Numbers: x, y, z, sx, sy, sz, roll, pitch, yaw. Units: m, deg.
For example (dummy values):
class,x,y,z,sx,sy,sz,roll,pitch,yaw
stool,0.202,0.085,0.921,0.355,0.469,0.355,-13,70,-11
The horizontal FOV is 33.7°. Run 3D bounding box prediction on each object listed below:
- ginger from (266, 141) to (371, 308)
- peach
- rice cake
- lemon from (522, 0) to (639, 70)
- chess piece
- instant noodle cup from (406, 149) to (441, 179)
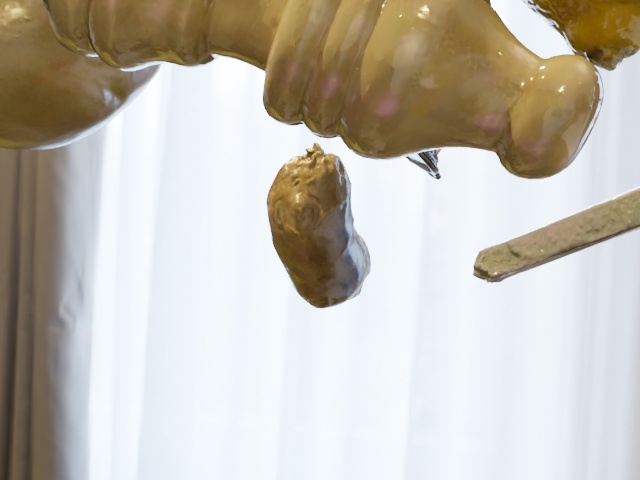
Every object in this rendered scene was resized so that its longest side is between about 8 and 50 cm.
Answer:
class,x,y,z,sx,sy,sz,roll,pitch,yaw
ginger,0.002,-0.001,0.885,0.069,0.095,0.190,23,-31,30
peach,-0.317,-0.239,1.187,0.292,0.247,0.292,16,39,-13
rice cake,0.375,-0.021,1.433,0.365,0.056,0.073,-23,-13,26
lemon,0.192,-0.228,0.644,0.187,0.244,0.187,8,15,-2
chess piece,0.006,-0.116,0.598,0.307,0.138,0.124,27,-17,12
instant noodle cup,0.142,-0.199,1.564,0.208,0.125,0.177,38,2,-42
